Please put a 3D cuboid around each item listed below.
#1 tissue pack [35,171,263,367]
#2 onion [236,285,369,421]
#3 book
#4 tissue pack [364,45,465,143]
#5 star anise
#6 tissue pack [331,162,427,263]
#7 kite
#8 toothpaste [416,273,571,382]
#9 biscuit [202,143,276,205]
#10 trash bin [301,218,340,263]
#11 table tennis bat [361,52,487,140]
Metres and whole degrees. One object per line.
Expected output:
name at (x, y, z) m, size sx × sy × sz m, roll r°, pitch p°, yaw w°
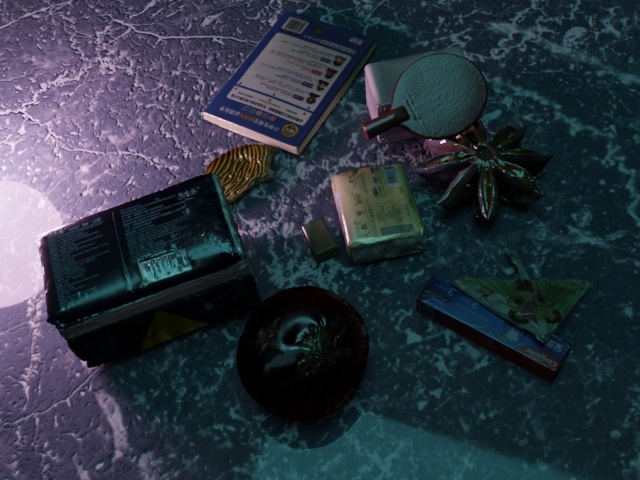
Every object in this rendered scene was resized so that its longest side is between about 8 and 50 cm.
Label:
tissue pack at (-0.366, 0.064, 1.698) m, size 0.417 × 0.253 × 0.264 m, roll -20°, pitch 59°, yaw -6°
onion at (-0.045, 0.227, 1.610) m, size 0.273 × 0.285 × 0.272 m, roll 2°, pitch 85°, yaw -22°
book at (-0.077, -0.432, 2.106) m, size 0.300 × 0.039 × 0.428 m, roll 24°, pitch 63°, yaw 20°
tissue pack at (0.246, -0.356, 1.952) m, size 0.246 × 0.159 × 0.135 m, roll -12°, pitch 59°, yaw -2°
star anise at (0.375, -0.168, 1.844) m, size 0.332 × 0.117 × 0.331 m, roll 0°, pitch 51°, yaw 0°
tissue pack at (0.132, -0.063, 1.819) m, size 0.186 × 0.090 × 0.222 m, roll -12°, pitch 59°, yaw -4°
kite at (0.436, 0.112, 1.670) m, size 0.323 × 0.013 × 0.267 m, roll 2°, pitch 42°, yaw -5°
toothpaste at (0.357, 0.181, 1.653) m, size 0.321 × 0.066 × 0.076 m, roll 29°, pitch 65°, yaw 21°
biscuit at (-0.207, -0.150, 1.948) m, size 0.176 × 0.031 × 0.228 m, roll 8°, pitch 59°, yaw 13°
trash bin at (0.000, 0.000, 1.824) m, size 0.061 × 0.043 × 0.092 m, roll -22°, pitch 54°, yaw -7°
table tennis bat at (0.241, -0.317, 1.832) m, size 0.310 × 0.038 × 0.200 m, roll -26°, pitch 84°, yaw -2°
